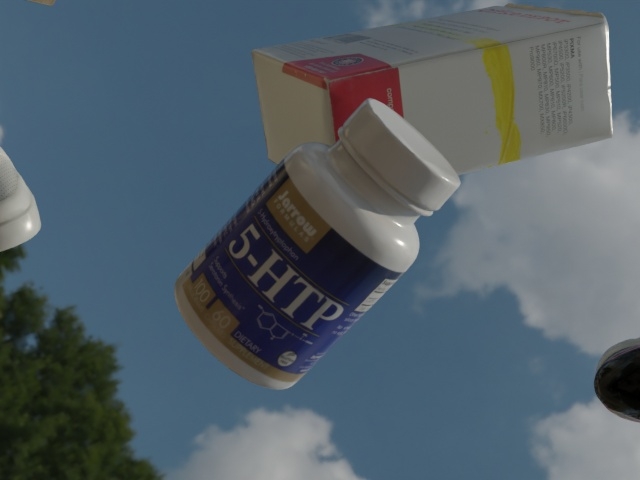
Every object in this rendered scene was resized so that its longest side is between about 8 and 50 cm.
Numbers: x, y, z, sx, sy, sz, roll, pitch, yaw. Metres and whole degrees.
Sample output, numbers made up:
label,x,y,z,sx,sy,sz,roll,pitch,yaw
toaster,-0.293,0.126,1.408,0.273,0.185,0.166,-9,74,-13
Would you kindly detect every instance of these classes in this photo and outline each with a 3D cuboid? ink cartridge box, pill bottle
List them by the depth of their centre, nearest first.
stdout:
label,x,y,z,sx,sy,sz,roll,pitch,yaw
pill bottle,0.000,0.000,0.759,0.186,0.112,0.112,-47,-112,16
ink cartridge box,0.141,-0.189,1.459,0.279,0.385,0.160,-144,-137,-64

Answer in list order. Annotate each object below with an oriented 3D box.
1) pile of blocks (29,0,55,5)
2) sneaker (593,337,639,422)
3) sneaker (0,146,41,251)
label,x,y,z,sx,sy,sz,roll,pitch,yaw
pile of blocks,-0.112,-0.186,0.473,0.113,0.362,0.149,35,-80,12
sneaker,0.241,0.084,0.642,0.178,0.077,0.072,-11,-95,24
sneaker,-0.337,-0.107,0.966,0.292,0.108,0.169,33,-45,45
